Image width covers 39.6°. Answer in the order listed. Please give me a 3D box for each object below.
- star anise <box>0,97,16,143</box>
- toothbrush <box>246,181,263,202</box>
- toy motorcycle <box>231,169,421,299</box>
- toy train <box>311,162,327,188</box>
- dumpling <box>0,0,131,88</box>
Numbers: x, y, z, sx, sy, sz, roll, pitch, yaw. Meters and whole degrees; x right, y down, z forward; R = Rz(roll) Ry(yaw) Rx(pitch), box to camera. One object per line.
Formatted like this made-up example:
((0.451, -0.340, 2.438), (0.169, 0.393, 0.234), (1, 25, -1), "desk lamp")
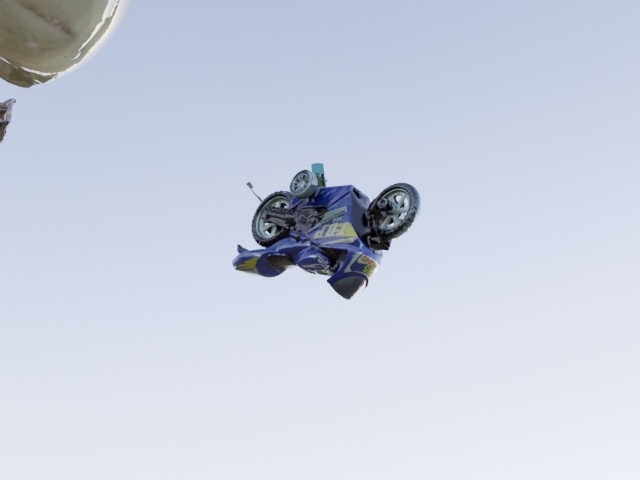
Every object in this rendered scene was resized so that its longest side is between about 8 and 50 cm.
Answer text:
((-0.618, -0.188, 1.625), (0.065, 0.195, 0.182), (42, -27, -29), "star anise")
((-0.107, -0.073, 1.624), (0.097, 0.008, 0.006), (52, -4, -37), "toothbrush")
((0.000, 0.000, 1.236), (0.315, 0.169, 0.113), (-2, -26, 43), "toy motorcycle")
((-0.003, -0.079, 1.410), (0.029, 0.045, 0.092), (-4, -38, 0), "toy train")
((-0.446, -0.430, 1.395), (0.395, 0.233, 0.315), (-41, -45, 15), "dumpling")
